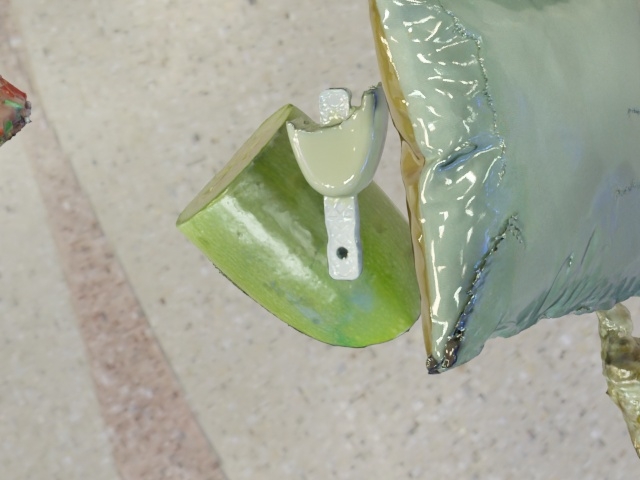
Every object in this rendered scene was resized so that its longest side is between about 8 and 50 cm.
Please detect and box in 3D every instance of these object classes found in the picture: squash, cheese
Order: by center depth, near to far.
[{"bbox_3d":[0.026,-0.068,1.722,0.127,0.050,0.235,-1,101,22],"label":"cheese"},{"bbox_3d":[0.000,0.000,1.969,0.309,0.233,0.210,43,166,-12],"label":"squash"}]

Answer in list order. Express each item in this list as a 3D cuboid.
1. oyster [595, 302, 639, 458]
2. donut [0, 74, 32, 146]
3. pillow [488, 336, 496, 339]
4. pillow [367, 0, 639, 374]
[{"bbox_3d":[0.428,0.236,1.562,0.396,0.111,0.204,33,116,33],"label":"oyster"},{"bbox_3d":[-0.371,-0.077,1.345,0.233,0.199,0.085,-37,101,0],"label":"donut"},{"bbox_3d":[0.192,0.013,1.802,0.051,0.128,0.229,13,100,52],"label":"pillow"},{"bbox_3d":[0.160,-0.080,1.113,0.119,0.310,0.312,-4,96,49],"label":"pillow"}]
